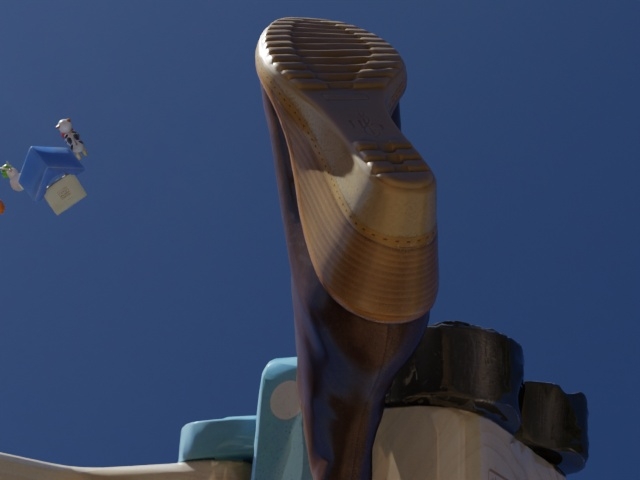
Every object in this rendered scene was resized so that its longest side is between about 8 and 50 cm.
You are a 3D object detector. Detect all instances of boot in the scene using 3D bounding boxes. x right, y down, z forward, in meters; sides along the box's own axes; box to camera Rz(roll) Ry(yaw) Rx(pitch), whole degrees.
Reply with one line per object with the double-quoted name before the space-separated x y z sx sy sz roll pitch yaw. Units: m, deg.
"boot" 0.000 0.000 0.795 0.090 0.248 0.207 2 -57 -15

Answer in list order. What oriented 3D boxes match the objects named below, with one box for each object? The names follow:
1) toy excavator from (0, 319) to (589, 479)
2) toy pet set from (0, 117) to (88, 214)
"toy excavator" -0.071 0.192 0.960 0.445 0.433 0.222 -9 -115 26
"toy pet set" -0.299 -0.078 1.404 0.122 0.114 0.065 -36 -41 -10
